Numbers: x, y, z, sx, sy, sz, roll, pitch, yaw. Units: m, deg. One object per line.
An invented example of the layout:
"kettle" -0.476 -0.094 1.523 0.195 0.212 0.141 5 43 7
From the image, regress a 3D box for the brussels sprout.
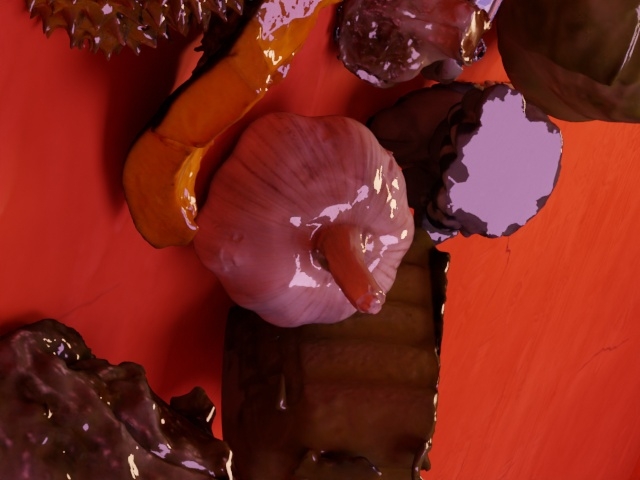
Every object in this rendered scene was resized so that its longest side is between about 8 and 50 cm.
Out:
"brussels sprout" 0.316 -0.257 1.908 0.328 0.247 0.328 -42 152 -29

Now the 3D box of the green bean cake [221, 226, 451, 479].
"green bean cake" 0.000 0.157 1.761 0.285 0.202 0.310 102 -6 -45

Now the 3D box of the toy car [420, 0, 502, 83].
"toy car" 0.140 -0.246 1.746 0.056 0.095 0.205 17 108 -31

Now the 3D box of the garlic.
"garlic" 0.000 0.000 1.563 0.199 0.226 0.199 -6 112 -16

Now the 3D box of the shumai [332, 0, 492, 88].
"shumai" 0.091 -0.192 1.666 0.145 0.116 0.145 -45 156 -27

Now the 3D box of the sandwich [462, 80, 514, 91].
"sandwich" 0.180 -0.098 2.064 0.162 0.058 0.193 -64 160 15

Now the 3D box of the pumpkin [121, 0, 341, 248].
"pumpkin" -0.050 -0.135 1.387 0.290 0.095 0.258 -54 -173 -10

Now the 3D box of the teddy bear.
"teddy bear" 0.121 -0.073 1.793 0.144 0.251 0.171 5 95 -23

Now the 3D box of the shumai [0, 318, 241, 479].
"shumai" -0.161 0.235 1.449 0.292 0.288 0.330 -52 159 -15

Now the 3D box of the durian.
"durian" -0.102 -0.207 1.219 0.183 0.138 0.250 -57 166 -27
